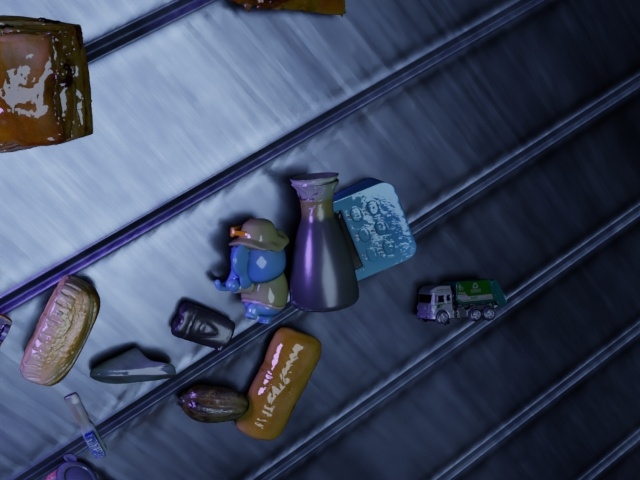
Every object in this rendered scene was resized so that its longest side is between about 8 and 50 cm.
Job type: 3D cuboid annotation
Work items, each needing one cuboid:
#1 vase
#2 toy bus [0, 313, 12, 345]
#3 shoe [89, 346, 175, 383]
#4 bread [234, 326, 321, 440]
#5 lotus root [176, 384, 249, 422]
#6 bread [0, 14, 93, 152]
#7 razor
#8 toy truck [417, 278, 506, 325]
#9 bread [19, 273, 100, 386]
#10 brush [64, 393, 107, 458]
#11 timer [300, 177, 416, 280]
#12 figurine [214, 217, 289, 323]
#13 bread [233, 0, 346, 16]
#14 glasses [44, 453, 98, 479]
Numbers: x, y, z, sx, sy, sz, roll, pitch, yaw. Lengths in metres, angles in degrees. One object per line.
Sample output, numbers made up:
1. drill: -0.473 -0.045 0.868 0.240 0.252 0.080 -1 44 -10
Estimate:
1. vase: 0.000 0.000 1.575 0.174 0.173 0.320 -9 105 -20
2. toy bus: -0.739 0.232 1.391 0.083 0.088 0.194 29 91 -25
3. shoe: -0.443 0.295 1.544 0.195 0.079 0.078 3 64 -15
4. bread: -0.104 0.376 1.680 0.142 0.091 0.305 25 90 -19
5. lotus root: -0.267 0.409 1.617 0.180 0.080 0.089 11 63 -14
6. bread: -0.622 -0.308 1.285 0.325 0.167 0.277 -8 103 -22
7. razor: -0.284 0.212 1.589 0.148 0.054 0.090 26 90 -25
8. toy truck: 0.398 0.172 1.833 0.254 0.114 0.123 0 87 -22
9. bread: -0.566 0.199 1.426 0.106 0.140 0.236 26 90 -21
10. brush: -0.557 0.445 1.541 0.033 0.030 0.178 -22 109 -7
11. timer: 0.098 -0.015 1.683 0.250 0.091 0.231 -27 110 -9
12. figurine: -0.155 0.076 1.565 0.180 0.154 0.261 3 95 -34
13. bread: -0.037 -0.614 1.497 0.381 0.109 0.185 -5 102 -23
14. glasses: -0.612 0.665 1.560 0.268 0.118 0.234 -38 115 10
